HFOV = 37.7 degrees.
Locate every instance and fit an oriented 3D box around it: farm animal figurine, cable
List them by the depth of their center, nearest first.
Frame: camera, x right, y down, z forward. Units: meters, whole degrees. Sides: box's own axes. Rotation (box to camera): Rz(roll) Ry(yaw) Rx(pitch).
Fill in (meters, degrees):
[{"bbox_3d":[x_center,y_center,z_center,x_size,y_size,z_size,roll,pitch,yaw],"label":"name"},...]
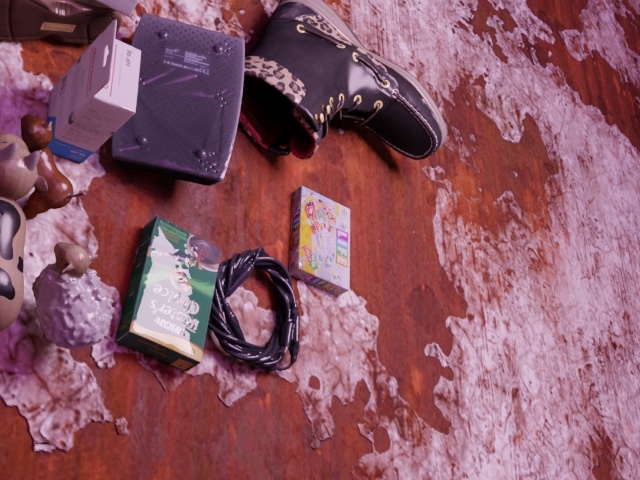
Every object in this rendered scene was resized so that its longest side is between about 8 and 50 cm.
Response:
[{"bbox_3d":[-0.389,-0.035,1.021,0.330,0.172,0.326,0,67,-44],"label":"farm animal figurine"},{"bbox_3d":[-0.096,0.092,1.333,0.151,0.047,0.184,18,58,-30],"label":"cable"}]

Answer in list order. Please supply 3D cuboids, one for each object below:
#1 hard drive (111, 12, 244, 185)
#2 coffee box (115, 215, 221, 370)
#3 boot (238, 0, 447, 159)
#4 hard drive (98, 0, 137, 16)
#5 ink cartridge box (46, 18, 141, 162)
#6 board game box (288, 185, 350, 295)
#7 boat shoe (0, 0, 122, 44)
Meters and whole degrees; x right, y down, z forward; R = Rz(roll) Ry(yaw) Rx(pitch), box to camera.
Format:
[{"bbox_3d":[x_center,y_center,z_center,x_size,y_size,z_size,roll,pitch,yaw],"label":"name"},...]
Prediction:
[{"bbox_3d":[-0.202,-0.200,1.348,0.172,0.054,0.254,12,60,-13],"label":"hard drive"},{"bbox_3d":[-0.197,0.070,1.244,0.113,0.040,0.184,30,48,-28],"label":"coffee box"},{"bbox_3d":[0.025,-0.222,1.559,0.377,0.138,0.284,44,42,-10],"label":"boot"},{"bbox_3d":[-0.401,-0.458,1.286,0.353,0.047,0.233,23,40,-20],"label":"hard drive"},{"bbox_3d":[-0.286,-0.189,1.207,0.060,0.180,0.104,21,54,-34],"label":"ink cartridge box"},{"bbox_3d":[0.000,0.000,1.487,0.103,0.026,0.154,24,51,-33],"label":"board game box"},{"bbox_3d":[-0.397,-0.326,1.263,0.257,0.095,0.095,1,52,-50],"label":"boat shoe"}]
